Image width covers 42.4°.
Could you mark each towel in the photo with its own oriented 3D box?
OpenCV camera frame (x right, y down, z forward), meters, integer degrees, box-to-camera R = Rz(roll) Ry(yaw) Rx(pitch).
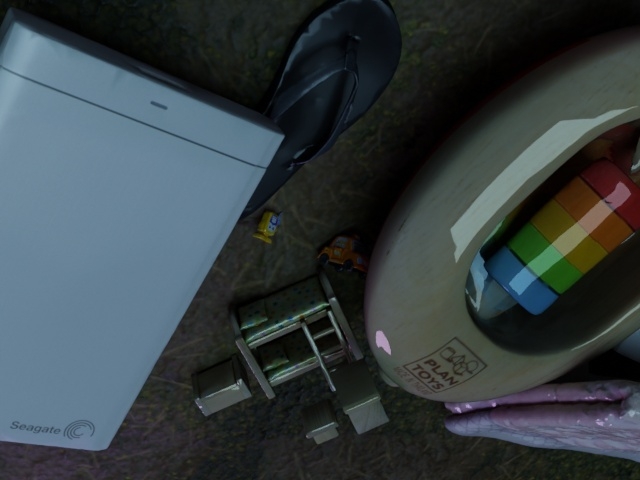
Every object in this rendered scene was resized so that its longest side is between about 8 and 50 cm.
[{"bbox_3d":[0.353,0.212,0.914,0.331,0.317,0.053,14,72,-22],"label":"towel"}]

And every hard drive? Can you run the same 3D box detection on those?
[{"bbox_3d":[-0.210,0.019,0.681,0.233,0.047,0.353,18,111,-37],"label":"hard drive"}]

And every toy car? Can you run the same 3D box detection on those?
[{"bbox_3d":[0.000,0.000,0.815,0.122,0.060,0.041,25,81,-33],"label":"toy car"}]

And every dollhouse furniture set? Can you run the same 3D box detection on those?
[{"bbox_3d":[-0.049,0.133,0.819,0.182,0.161,0.101,-24,124,0],"label":"dollhouse furniture set"}]

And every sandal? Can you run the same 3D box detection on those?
[{"bbox_3d":[-0.016,-0.109,0.741,0.097,0.054,0.254,32,109,-29],"label":"sandal"}]

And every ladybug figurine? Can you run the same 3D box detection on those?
[{"bbox_3d":[0.214,-0.026,0.787,0.449,0.162,0.305,-41,123,12],"label":"ladybug figurine"}]

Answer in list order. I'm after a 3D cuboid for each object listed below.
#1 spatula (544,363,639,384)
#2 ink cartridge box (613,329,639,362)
[{"bbox_3d":[0.378,0.126,1.014,0.242,0.019,0.168,8,113,-20],"label":"spatula"},{"bbox_3d":[0.520,0.035,0.897,0.330,0.071,0.324,24,103,-13],"label":"ink cartridge box"}]
